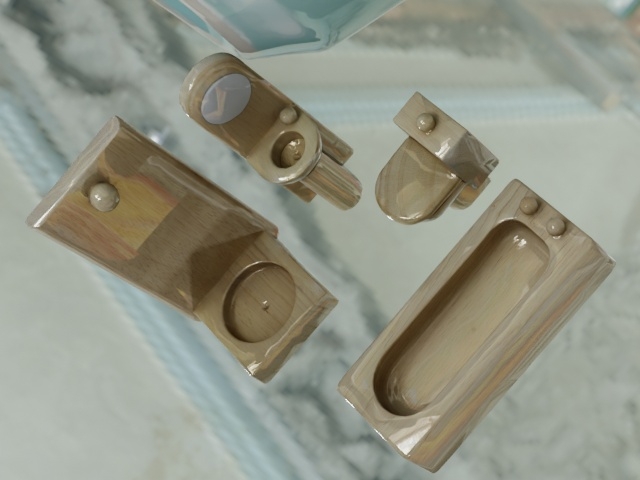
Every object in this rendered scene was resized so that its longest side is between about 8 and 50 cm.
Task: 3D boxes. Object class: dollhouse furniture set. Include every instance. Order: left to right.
[{"bbox_3d":[0.000,0.000,0.732,0.151,0.144,0.123,44,-175,38],"label":"dollhouse furniture set"}]

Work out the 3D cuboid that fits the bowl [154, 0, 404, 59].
[{"bbox_3d":[-0.053,-0.191,0.756,0.311,0.163,0.311,37,-179,-1],"label":"bowl"}]
